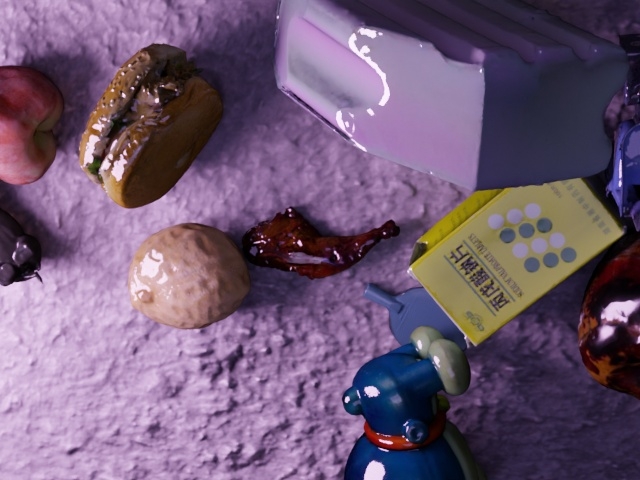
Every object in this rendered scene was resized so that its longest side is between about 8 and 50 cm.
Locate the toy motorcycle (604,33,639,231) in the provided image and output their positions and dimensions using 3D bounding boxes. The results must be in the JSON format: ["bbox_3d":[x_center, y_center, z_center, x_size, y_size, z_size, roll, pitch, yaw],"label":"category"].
[{"bbox_3d":[0.386,-0.107,1.683,0.125,0.358,0.212,-3,113,8],"label":"toy motorcycle"}]

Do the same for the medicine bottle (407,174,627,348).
[{"bbox_3d":[0.244,-0.003,1.844,0.250,0.141,0.137,-40,98,17],"label":"medicine bottle"}]

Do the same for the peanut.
[{"bbox_3d":[-0.176,0.049,1.943,0.159,0.109,0.140,-27,85,11],"label":"peanut"}]

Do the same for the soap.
[{"bbox_3d":[0.111,-0.210,1.700,0.261,0.446,0.156,-8,118,-27],"label":"soap"}]

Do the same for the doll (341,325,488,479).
[{"bbox_3d":[0.117,0.280,1.910,0.186,0.198,0.321,-14,100,-11],"label":"doll"}]

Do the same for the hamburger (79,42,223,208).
[{"bbox_3d":[-0.224,-0.138,1.867,0.122,0.189,0.215,36,110,9],"label":"hamburger"}]

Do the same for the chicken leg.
[{"bbox_3d":[-0.002,0.007,1.938,0.205,0.053,0.093,8,91,4],"label":"chicken leg"}]

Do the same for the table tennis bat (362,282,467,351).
[{"bbox_3d":[0.127,0.100,1.954,0.155,0.019,0.100,27,110,1],"label":"table tennis bat"}]

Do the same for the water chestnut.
[{"bbox_3d":[0.452,0.102,1.781,0.289,0.244,0.289,4,107,14],"label":"water chestnut"}]

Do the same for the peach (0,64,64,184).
[{"bbox_3d":[-0.409,-0.157,1.926,0.152,0.152,0.152,2,105,9],"label":"peach"}]

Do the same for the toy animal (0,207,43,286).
[{"bbox_3d":[-0.461,-0.028,1.953,0.115,0.146,0.245,-32,101,-3],"label":"toy animal"}]
